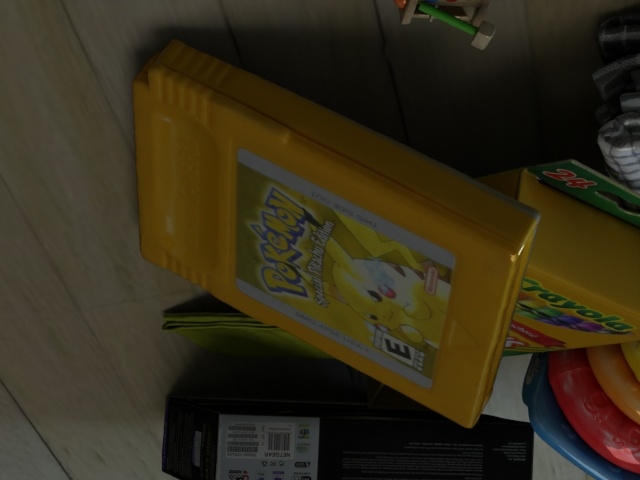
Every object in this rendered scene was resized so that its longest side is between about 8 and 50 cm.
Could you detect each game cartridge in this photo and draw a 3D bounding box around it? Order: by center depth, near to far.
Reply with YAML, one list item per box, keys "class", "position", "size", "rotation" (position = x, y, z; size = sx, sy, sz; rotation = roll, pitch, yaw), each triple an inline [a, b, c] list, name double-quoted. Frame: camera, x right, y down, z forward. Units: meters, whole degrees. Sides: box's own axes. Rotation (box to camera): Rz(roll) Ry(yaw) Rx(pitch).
- class: "game cartridge"
  position: [0.000, 0.000, 1.491]
  size: [0.323, 0.053, 0.285]
  rotation: [25, 150, 12]

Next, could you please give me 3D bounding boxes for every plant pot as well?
- class: "plant pot"
  position: [0.089, 0.106, 1.810]
  size: [0.081, 0.083, 0.081]
  rotation: [4, 148, -15]

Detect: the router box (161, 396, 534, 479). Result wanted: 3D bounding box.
- class: "router box"
  position: [0.020, 0.202, 1.855]
  size: [0.309, 0.081, 0.243]
  rotation: [4, 178, -15]

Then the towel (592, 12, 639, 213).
- class: "towel"
  position: [0.359, -0.101, 1.487]
  size: [0.283, 0.121, 0.235]
  rotation: [-10, 157, 16]

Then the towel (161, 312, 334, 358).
- class: "towel"
  position: [-0.026, 0.093, 1.744]
  size: [0.237, 0.021, 0.102]
  rotation: [0, 156, 36]

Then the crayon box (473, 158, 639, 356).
- class: "crayon box"
  position: [0.158, 0.023, 1.572]
  size: [0.202, 0.081, 0.318]
  rotation: [23, 159, -31]

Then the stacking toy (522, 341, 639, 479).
- class: "stacking toy"
  position: [0.320, 0.077, 1.613]
  size: [0.166, 0.175, 0.302]
  rotation: [35, 134, -8]

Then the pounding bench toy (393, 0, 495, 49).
- class: "pounding bench toy"
  position: [0.086, -0.174, 1.349]
  size: [0.065, 0.083, 0.052]
  rotation: [1, 148, -13]
